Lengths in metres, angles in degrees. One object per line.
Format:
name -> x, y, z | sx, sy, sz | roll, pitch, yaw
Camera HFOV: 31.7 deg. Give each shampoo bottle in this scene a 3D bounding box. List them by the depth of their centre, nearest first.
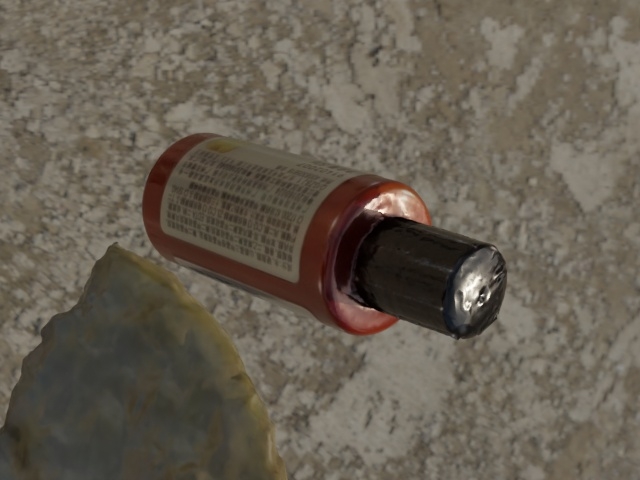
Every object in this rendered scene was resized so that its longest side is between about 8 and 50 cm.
shampoo bottle -> 0.000, 0.000, 0.754 | 0.104, 0.278, 0.104 | -17, 115, -41

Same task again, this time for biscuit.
biscuit -> -0.082, 0.136, 0.391 | 0.133, 0.032, 0.250 | 27, 87, 12
